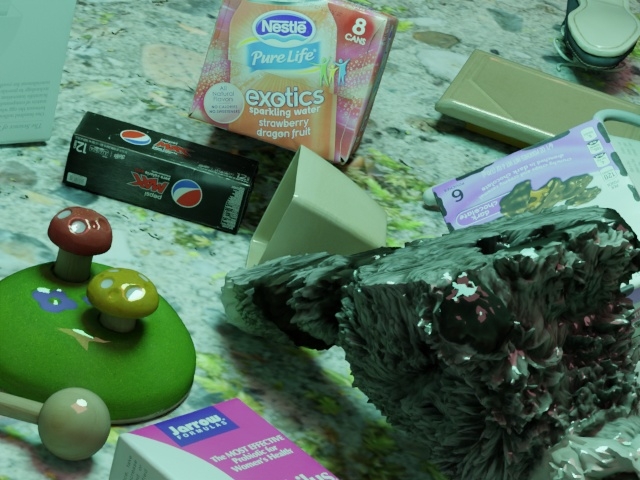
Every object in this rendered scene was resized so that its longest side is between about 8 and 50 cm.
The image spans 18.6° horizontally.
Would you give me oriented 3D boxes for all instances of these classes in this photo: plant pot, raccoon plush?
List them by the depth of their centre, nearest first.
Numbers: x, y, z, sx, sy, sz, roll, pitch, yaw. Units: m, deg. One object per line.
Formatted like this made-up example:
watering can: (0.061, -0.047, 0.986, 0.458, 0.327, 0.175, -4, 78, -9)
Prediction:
raccoon plush: (0.127, 0.142, 1.496, 0.216, 0.299, 0.446, -19, 9, -27)
plant pot: (0.000, 0.000, 1.700, 0.096, 0.109, 0.109, 24, 26, -10)

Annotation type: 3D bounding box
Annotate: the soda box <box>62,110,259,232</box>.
soda box: (-0.145, -0.063, 1.782, 0.168, 0.053, 0.060, 17, 26, 0)

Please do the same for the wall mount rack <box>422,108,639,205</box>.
wall mount rack: (0.271, -0.007, 1.843, 0.304, 0.130, 0.350, 13, 27, -14)

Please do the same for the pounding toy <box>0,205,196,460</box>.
pounding toy: (-0.185, 0.054, 1.479, 0.183, 0.110, 0.237, 23, 27, 14)

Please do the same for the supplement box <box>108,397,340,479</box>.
supplement box: (-0.034, 0.214, 1.262, 0.111, 0.114, 0.220, -15, 39, -44)

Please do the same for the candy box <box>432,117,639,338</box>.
candy box: (0.207, 0.009, 1.693, 0.164, 0.070, 0.196, -23, 47, 4)

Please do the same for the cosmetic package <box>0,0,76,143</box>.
cosmetic package: (-0.350, -0.209, 1.757, 0.224, 0.225, 0.138, -6, 32, -37)

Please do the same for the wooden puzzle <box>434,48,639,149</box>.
wooden puzzle: (0.250, -0.137, 2.163, 0.221, 0.044, 0.239, 20, 23, 9)

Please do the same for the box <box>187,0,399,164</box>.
box: (-0.017, -0.168, 1.861, 0.154, 0.142, 0.300, 18, 7, 3)

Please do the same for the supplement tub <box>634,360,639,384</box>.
supplement tub: (0.215, 0.127, 1.562, 0.071, 0.071, 0.107, -1, -1, -30)

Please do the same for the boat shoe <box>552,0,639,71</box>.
boat shoe: (0.331, -0.249, 2.372, 0.095, 0.079, 0.254, 11, 25, -5)
